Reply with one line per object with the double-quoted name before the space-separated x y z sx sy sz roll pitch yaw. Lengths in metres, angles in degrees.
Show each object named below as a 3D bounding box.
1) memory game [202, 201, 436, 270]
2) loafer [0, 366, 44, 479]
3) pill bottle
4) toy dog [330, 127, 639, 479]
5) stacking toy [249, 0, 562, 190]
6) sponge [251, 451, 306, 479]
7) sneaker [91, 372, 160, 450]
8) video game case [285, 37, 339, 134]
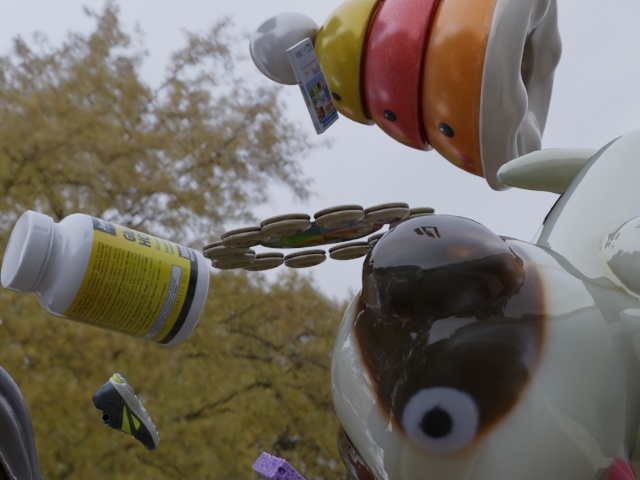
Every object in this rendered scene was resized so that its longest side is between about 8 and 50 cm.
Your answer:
"memory game" 0.000 0.000 0.833 0.186 0.012 0.186 -9 -11 -2
"loafer" -0.244 0.196 0.729 0.133 0.130 0.366 -16 -40 -2
"pill bottle" -0.384 0.062 1.922 0.334 0.188 0.188 19 -60 -29
"toy dog" 0.200 0.053 0.746 0.408 0.395 0.285 -19 -36 -31
"stacking toy" 0.113 -0.276 1.680 0.350 0.480 0.351 9 -90 -69
"sponge" 0.003 0.363 1.413 0.031 0.210 0.117 -48 8 -16
"sneaker" -0.165 0.149 0.907 0.035 0.031 0.083 -32 -59 -11
"video game case" -0.010 -0.214 1.486 0.011 0.122 0.087 -16 15 21
